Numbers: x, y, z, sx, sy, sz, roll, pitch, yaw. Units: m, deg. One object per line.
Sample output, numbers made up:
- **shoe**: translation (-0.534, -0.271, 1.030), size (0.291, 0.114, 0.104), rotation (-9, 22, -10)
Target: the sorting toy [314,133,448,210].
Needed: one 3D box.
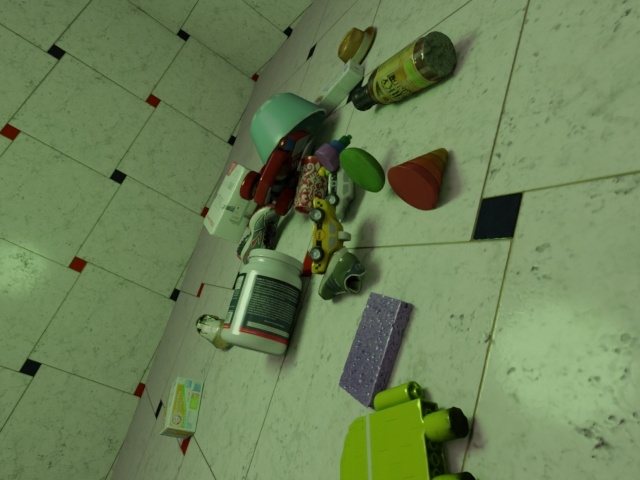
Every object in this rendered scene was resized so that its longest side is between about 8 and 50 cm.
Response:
- **sorting toy**: translation (0.145, -0.189, 0.937), size (0.126, 0.127, 0.366), rotation (-47, 44, -15)

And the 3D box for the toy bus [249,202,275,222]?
- **toy bus**: translation (-0.314, -0.125, 1.823), size (0.333, 0.130, 0.108), rotation (3, 72, 64)

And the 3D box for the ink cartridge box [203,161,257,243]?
- **ink cartridge box**: translation (-0.338, -0.153, 1.615), size (0.283, 0.117, 0.207), rotation (-63, 29, 5)

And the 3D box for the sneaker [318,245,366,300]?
- **sneaker**: translation (0.053, 0.103, 0.972), size (0.064, 0.086, 0.192), rotation (-34, -25, -36)

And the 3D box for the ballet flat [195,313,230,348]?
- **ballet flat**: translation (-0.442, 0.365, 1.672), size (0.348, 0.123, 0.123), rotation (-5, 64, 62)

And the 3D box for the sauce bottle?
- **sauce bottle**: translation (0.203, -0.430, 1.095), size (0.344, 0.111, 0.111), rotation (-4, 65, 64)

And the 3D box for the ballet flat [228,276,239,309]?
- **ballet flat**: translation (-0.300, 0.230, 1.571), size (0.079, 0.077, 0.221), rotation (-19, 49, 33)

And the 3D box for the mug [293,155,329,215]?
- **mug**: translation (-0.022, -0.169, 1.345), size (0.150, 0.113, 0.169), rotation (50, -130, -68)

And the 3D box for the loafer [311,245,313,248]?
- **loafer**: translation (0.000, 0.000, 1.214), size (0.045, 0.039, 0.125), rotation (90, -169, -60)

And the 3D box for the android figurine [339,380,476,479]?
- **android figurine**: translation (0.119, 0.355, 0.637), size (0.273, 0.056, 0.248), rotation (-43, 34, 40)

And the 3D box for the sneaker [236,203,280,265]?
- **sneaker**: translation (-0.214, -0.012, 1.561), size (0.112, 0.121, 0.299), rotation (48, 125, 29)

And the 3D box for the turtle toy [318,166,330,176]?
- **turtle toy**: translation (0.059, -0.228, 1.247), size (0.095, 0.066, 0.130), rotation (-52, 19, -29)

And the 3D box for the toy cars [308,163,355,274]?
- **toy cars**: translation (0.047, -0.079, 1.066), size (0.393, 0.087, 0.176), rotation (-74, -21, -45)

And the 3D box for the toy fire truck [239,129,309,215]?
- **toy fire truck**: translation (-0.133, -0.242, 1.382), size (0.302, 0.169, 0.253), rotation (-52, -15, -63)

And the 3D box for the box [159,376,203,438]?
- **box**: translation (-0.554, 0.668, 1.631), size (0.103, 0.114, 0.203), rotation (-46, 33, 38)

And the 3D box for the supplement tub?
- **supplement tub**: translation (-0.162, 0.180, 1.184), size (0.191, 0.191, 0.272), rotation (-19, 52, 58)

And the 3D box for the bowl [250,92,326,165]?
- **bowl**: translation (-0.144, -0.430, 1.538), size (0.311, 0.163, 0.311), rotation (-44, -3, -2)

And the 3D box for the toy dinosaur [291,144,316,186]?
- **toy dinosaur**: translation (-0.096, -0.249, 1.585), size (0.118, 0.064, 0.268), rotation (24, 90, 51)

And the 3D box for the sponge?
- **sponge**: translation (0.107, 0.212, 0.816), size (0.117, 0.031, 0.210), rotation (4, 73, 64)

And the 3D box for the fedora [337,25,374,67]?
- **fedora**: translation (0.122, -0.736, 1.551), size (0.194, 0.079, 0.194), rotation (-44, 33, 38)

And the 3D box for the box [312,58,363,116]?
- **box**: translation (0.042, -0.553, 1.569), size (0.324, 0.067, 0.063), rotation (-35, 39, 50)
